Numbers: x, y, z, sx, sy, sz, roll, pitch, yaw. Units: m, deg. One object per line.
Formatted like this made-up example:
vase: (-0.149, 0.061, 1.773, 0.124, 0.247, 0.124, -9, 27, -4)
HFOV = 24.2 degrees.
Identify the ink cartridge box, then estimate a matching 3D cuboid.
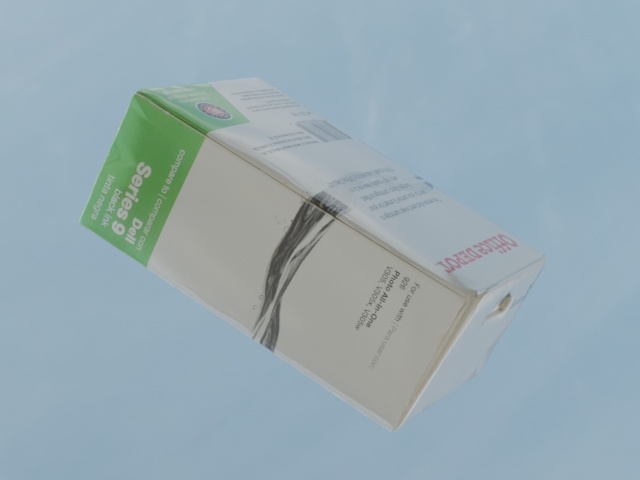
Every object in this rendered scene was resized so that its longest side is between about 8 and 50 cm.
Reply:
ink cartridge box: (0.000, 0.000, 1.127, 0.122, 0.289, 0.211, -63, -17, 18)
